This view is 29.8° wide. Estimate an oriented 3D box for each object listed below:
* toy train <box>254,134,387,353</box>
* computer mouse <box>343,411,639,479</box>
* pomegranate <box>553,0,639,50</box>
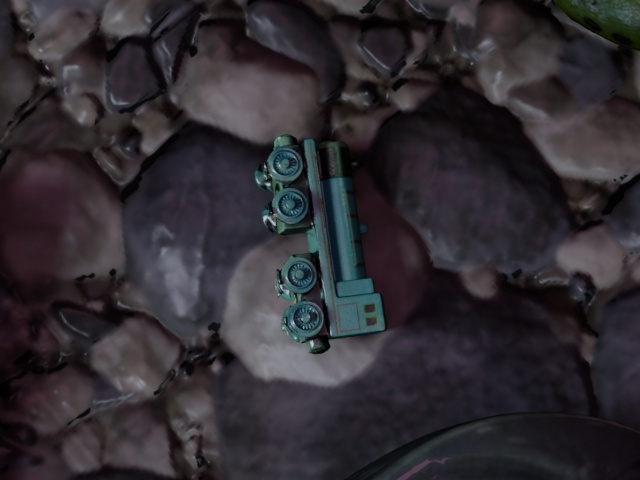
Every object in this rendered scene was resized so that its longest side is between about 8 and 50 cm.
[{"bbox_3d":[0.000,0.000,0.495,0.045,0.029,0.092,-7,82,-9],"label":"toy train"},{"bbox_3d":[-0.022,0.194,0.433,0.379,0.090,0.167,-33,99,-6],"label":"computer mouse"},{"bbox_3d":[0.148,-0.111,0.478,0.122,0.122,0.161,-19,121,-3],"label":"pomegranate"}]
